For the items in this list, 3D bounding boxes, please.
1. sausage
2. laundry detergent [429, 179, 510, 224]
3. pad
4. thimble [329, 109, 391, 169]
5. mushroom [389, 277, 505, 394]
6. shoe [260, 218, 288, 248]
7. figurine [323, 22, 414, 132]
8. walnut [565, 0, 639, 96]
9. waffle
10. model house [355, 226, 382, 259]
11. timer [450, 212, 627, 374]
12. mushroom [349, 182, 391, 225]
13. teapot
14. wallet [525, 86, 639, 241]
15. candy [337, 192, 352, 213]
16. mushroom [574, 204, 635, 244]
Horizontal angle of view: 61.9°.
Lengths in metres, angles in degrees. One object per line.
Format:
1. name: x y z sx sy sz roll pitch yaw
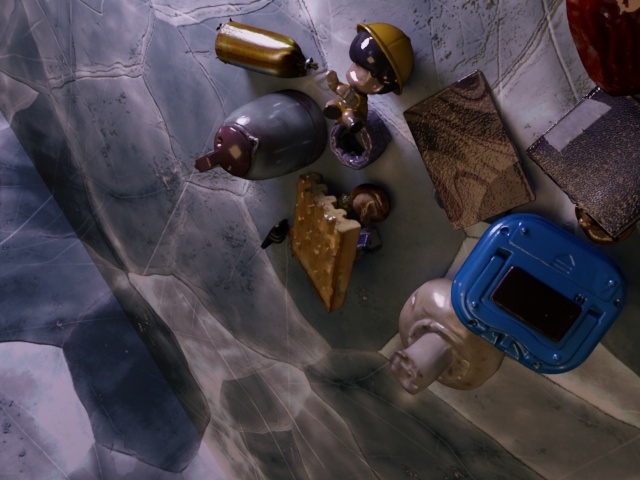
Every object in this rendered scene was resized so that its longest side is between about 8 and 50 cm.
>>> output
1. sausage: -0.141 -0.519 1.465 0.318 0.117 0.125 23 141 26
2. laundry detergent: 0.367 -0.104 1.327 0.207 0.061 0.096 18 127 31
3. pad: 0.346 -0.207 1.269 0.220 0.004 0.330 -25 87 38
4. thimble: 0.104 -0.271 1.419 0.150 0.098 0.150 20 126 31
5. mushroom: 0.307 0.272 1.397 0.315 0.336 0.314 26 127 40
6. shoe: -0.144 -0.010 1.788 0.049 0.071 0.179 48 140 6
7. figurine: 0.115 -0.389 1.276 0.192 0.167 0.256 51 119 35
8. walnut: 0.544 -0.381 0.939 0.244 0.222 0.268 32 144 64
9. waffle: 0.000 0.000 1.572 0.348 0.078 0.304 -123 32 -47
10. model house: 0.114 0.016 1.571 0.101 0.100 0.087 -1 113 39
11. timer: 0.492 0.121 1.217 0.340 0.115 0.308 33 98 9
12. mushroom: 0.138 -0.104 1.493 0.127 0.087 0.127 19 128 27
13. teapot: -0.192 -0.272 1.509 0.315 0.312 0.233 -13 103 42
14. wallet: 0.586 -0.162 1.070 0.221 0.071 0.262 -46 75 24
15. candy: 0.053 -0.068 1.617 0.060 0.060 0.201 43 141 12
16. mushroom: 0.609 -0.049 1.148 0.109 0.085 0.126 -18 107 16
